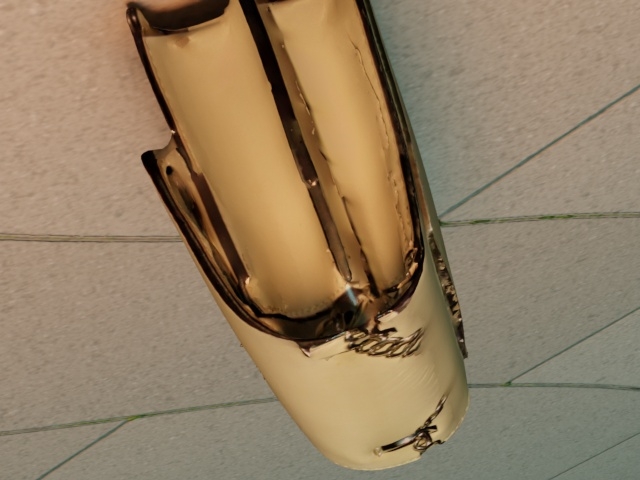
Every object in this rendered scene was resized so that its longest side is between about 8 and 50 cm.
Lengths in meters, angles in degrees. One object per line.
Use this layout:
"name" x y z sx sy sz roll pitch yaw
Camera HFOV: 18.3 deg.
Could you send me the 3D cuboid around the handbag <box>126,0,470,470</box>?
"handbag" 0.000 0.000 1.260 0.160 0.236 0.358 -21 160 1
